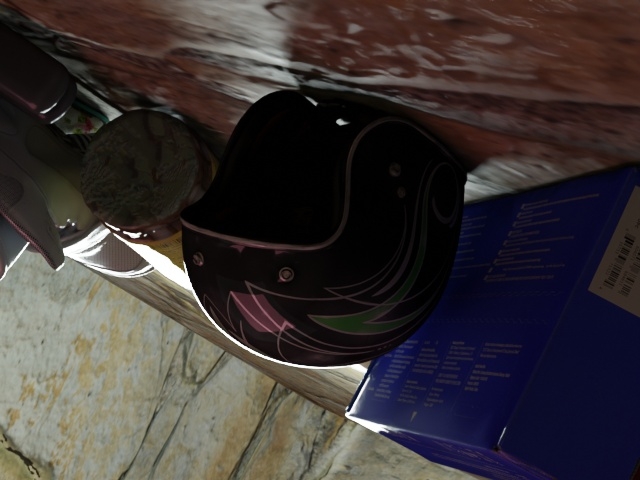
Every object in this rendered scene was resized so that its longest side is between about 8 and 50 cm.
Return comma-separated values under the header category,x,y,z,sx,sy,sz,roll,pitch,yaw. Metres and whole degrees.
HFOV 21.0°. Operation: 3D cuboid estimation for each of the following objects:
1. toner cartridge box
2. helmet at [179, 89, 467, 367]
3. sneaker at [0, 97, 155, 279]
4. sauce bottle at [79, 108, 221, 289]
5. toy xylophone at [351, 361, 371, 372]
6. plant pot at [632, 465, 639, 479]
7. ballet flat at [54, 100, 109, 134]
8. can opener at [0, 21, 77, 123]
category,x,y,z,sx,sy,sz,roll,pitch,yaw
toner cartridge box,0.117,0.057,1.023,0.075,0.165,0.348,30,173,-9
helmet,0.000,0.000,1.062,0.169,0.161,0.169,28,172,4
sneaker,-0.253,-0.017,1.503,0.137,0.210,0.366,-20,141,20
sauce bottle,-0.112,-0.013,1.537,0.111,0.111,0.344,26,170,18
toy xylophone,-0.027,0.058,1.802,0.322,0.081,0.236,24,171,26
plant pot,0.280,0.198,1.112,0.235,0.267,0.267,39,175,17
ballet flat,-0.315,-0.133,1.601,0.241,0.077,0.091,28,171,-4
can opener,-0.332,-0.167,1.367,0.283,0.095,0.076,34,173,5
